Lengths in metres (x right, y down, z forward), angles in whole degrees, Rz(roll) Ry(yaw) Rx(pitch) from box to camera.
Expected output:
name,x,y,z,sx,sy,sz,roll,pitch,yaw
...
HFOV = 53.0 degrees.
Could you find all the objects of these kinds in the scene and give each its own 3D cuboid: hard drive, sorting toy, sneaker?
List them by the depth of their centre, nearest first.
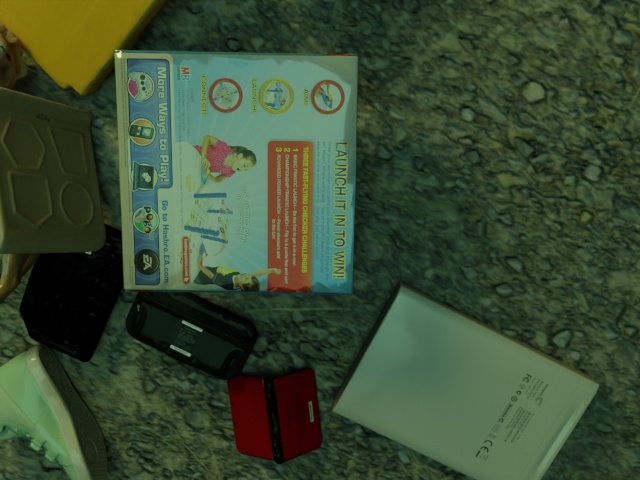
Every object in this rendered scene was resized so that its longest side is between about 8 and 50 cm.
name,x,y,z,sx,sy,sz,roll,pitch,yaw
sorting toy,-0.376,-0.087,0.876,0.038,0.193,0.209,-6,88,20
sneaker,-0.450,0.311,1.021,0.151,0.094,0.256,-27,90,0
hard drive,0.227,0.245,1.023,0.352,0.047,0.233,26,101,-5

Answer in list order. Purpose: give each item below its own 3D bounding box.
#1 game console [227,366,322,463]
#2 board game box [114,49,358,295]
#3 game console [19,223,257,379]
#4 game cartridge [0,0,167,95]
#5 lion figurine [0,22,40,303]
name,x,y,z,sx,sy,sz,roll,pitch,yaw
game console,-0.074,0.279,1.051,0.124,0.085,0.144,-13,104,-28
board game box,-0.104,-0.088,0.846,0.301,0.086,0.309,1,101,0
game console,-0.282,0.118,1.007,0.361,0.044,0.213,26,101,-3
game cartridge,-0.333,-0.396,0.855,0.323,0.053,0.285,-38,99,28
lion figurine,-0.473,-0.096,0.906,0.142,0.240,0.393,9,127,24
